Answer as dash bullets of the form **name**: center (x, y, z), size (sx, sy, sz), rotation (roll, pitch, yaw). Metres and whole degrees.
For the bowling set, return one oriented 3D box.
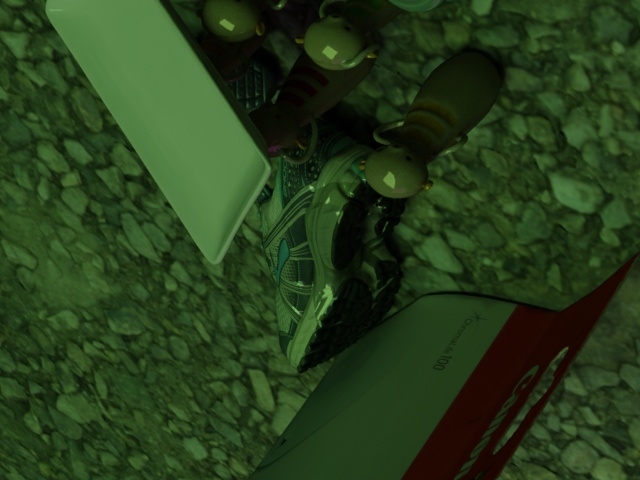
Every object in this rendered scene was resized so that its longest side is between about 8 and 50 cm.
- **bowling set**: center (-0.019, -0.166, 1.417), size (0.287, 0.154, 0.200), rotation (14, 136, 31)

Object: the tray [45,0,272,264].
- **tray**: center (-0.121, -0.124, 1.444), size (0.270, 0.030, 0.145), rotation (56, 144, 17)

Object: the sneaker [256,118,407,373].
- **sneaker**: center (0.000, 0.000, 1.643), size (0.122, 0.110, 0.283), rotation (44, 145, 26)

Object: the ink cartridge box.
- **ink cartridge box**: center (0.065, 0.152, 1.544), size (0.091, 0.308, 0.385), rotation (43, 144, -5)

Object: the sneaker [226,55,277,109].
- **sneaker**: center (-0.102, -0.144, 1.608), size (0.144, 0.059, 0.053), rotation (7, 103, 16)

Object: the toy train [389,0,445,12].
- **toy train**: center (0.102, -0.285, 1.213), size (0.190, 0.142, 0.334), rotation (56, 145, -1)
